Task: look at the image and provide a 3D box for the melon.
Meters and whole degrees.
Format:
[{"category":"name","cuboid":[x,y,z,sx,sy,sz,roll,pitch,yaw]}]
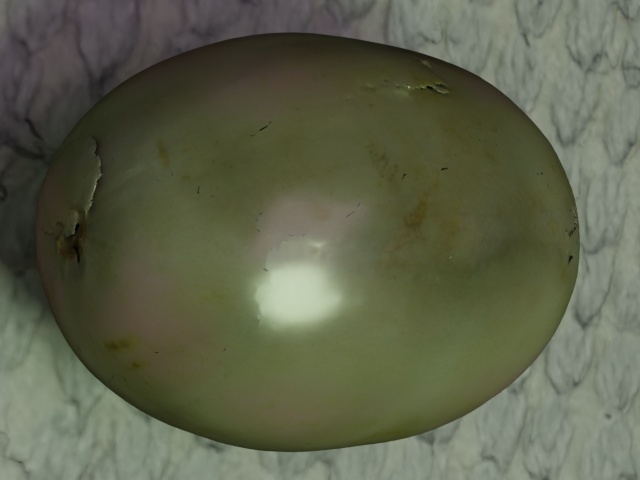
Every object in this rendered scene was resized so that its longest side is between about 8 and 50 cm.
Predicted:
[{"category":"melon","cuboid":[0.000,0.000,1.021,0.317,0.223,0.223,-2,87,-40]}]
